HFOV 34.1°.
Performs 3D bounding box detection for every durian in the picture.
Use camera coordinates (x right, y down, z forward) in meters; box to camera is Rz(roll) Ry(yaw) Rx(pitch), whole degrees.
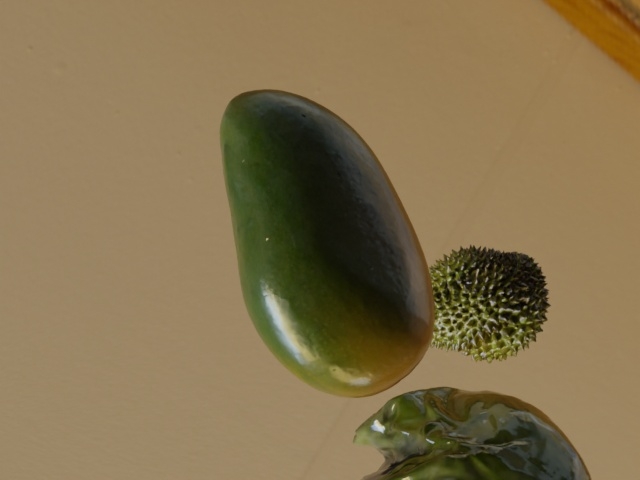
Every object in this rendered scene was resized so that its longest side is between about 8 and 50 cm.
[{"bbox_3d":[0.209,0.088,1.392,0.198,0.159,0.146,-8,-118,4],"label":"durian"}]

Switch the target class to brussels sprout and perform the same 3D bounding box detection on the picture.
[{"bbox_3d":[0.235,0.425,1.557,0.342,0.361,0.425,56,-154,-43],"label":"brussels sprout"}]

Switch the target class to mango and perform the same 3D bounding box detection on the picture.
[{"bbox_3d":[0.000,0.000,0.810,0.156,0.114,0.251,-15,-105,-31],"label":"mango"}]
